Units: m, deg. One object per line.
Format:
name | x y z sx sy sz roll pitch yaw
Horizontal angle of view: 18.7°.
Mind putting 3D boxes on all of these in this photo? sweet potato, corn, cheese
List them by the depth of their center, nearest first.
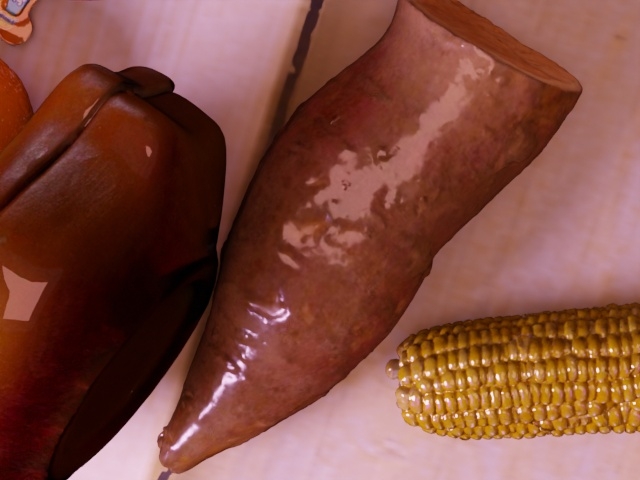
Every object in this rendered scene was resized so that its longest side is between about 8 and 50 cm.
sweet potato | 0.002 0.002 1.140 0.131 0.131 0.336 40 95 -1
corn | 0.158 0.078 1.160 0.238 0.080 0.080 -4 96 2
cheese | -0.169 -0.171 1.183 0.047 0.017 0.111 34 97 2

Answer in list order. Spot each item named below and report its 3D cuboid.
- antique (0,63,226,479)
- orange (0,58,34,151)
antique | -0.152 0.035 1.095 0.129 0.223 0.278 38 98 11
orange | -0.236 -0.058 1.149 0.136 0.117 0.135 1 101 7
